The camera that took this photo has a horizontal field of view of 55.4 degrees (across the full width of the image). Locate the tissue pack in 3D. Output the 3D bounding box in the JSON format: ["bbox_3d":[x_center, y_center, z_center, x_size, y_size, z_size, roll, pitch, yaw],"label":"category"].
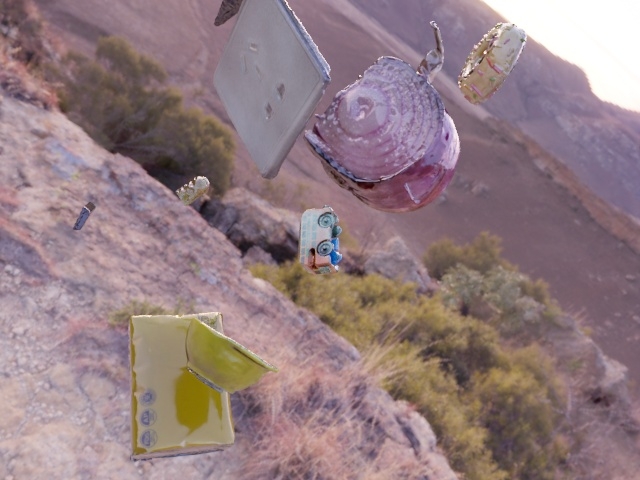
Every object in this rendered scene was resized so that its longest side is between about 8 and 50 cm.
[{"bbox_3d":[-0.276,0.280,1.188,0.192,0.134,0.271,-2,63,-17],"label":"tissue pack"}]

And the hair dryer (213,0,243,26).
[{"bbox_3d":[-0.080,-0.523,1.140,0.189,0.352,0.107,54,26,18],"label":"hair dryer"}]

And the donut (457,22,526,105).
[{"bbox_3d":[0.333,-0.351,1.202,0.068,0.175,0.175,32,24,-7],"label":"donut"}]

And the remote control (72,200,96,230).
[{"bbox_3d":[-0.579,-0.061,1.497,0.025,0.063,0.245,30,-2,-18],"label":"remote control"}]

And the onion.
[{"bbox_3d":[0.122,-0.164,1.054,0.230,0.272,0.256,43,30,-66],"label":"onion"}]

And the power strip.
[{"bbox_3d":[-0.061,-0.221,0.844,0.064,0.198,0.213,-8,60,-37],"label":"power strip"}]

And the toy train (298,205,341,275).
[{"bbox_3d":[0.000,0.000,1.570,0.072,0.099,0.188,47,37,-53],"label":"toy train"}]

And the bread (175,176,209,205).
[{"bbox_3d":[-0.406,-0.162,1.956,0.060,0.110,0.066,56,-2,0],"label":"bread"}]

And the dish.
[{"bbox_3d":[-0.158,0.197,0.988,0.207,0.080,0.149,19,-17,49],"label":"dish"}]
